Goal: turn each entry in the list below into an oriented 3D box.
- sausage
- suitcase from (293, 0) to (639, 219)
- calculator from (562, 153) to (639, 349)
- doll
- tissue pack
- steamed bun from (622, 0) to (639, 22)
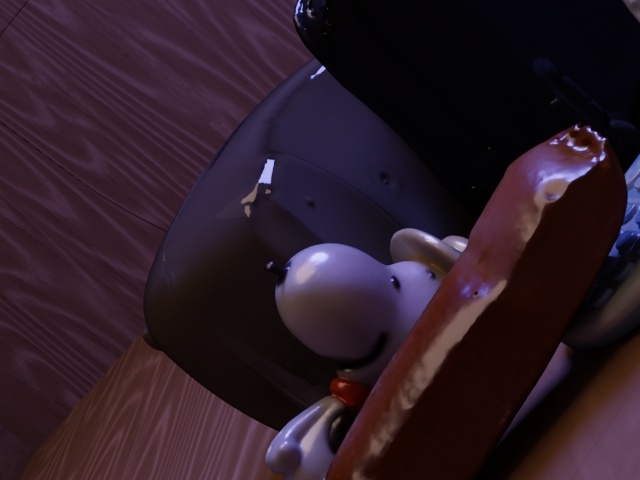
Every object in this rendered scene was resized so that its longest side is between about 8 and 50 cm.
[{"bbox_3d":[0.108,0.078,0.975,0.348,0.094,0.097,-58,24,2],"label":"sausage"},{"bbox_3d":[0.157,-0.216,1.306,0.188,0.339,0.345,-37,14,39],"label":"suitcase"},{"bbox_3d":[0.266,-0.046,1.002,0.303,0.042,0.188,-50,8,-1],"label":"calculator"},{"bbox_3d":[0.048,0.126,1.101,0.144,0.208,0.271,164,109,-74],"label":"doll"},{"bbox_3d":[0.000,0.000,1.381,0.277,0.267,0.387,-45,11,41],"label":"tissue pack"},{"bbox_3d":[0.358,-0.320,1.125,0.272,0.273,0.290,-33,-11,-45],"label":"steamed bun"}]
